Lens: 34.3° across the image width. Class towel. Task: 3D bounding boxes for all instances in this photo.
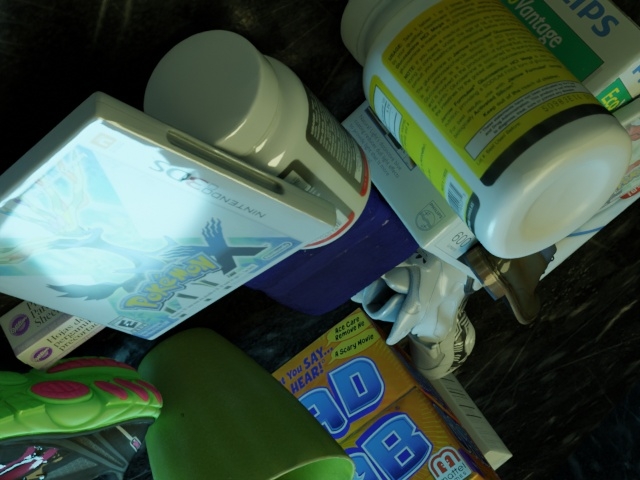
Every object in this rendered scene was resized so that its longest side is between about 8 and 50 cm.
[{"bbox_3d":[0.000,0.000,1.478,0.227,0.076,0.308,-34,152,12],"label":"towel"}]

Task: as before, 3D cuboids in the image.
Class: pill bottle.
[{"bbox_3d":[0.166,-0.158,1.140,0.188,0.334,0.188,-26,150,-16],"label":"pill bottle"},{"bbox_3d":[-0.064,-0.107,1.149,0.161,0.161,0.283,-39,150,6],"label":"pill bottle"}]

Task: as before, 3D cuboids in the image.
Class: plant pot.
[{"bbox_3d":[-0.143,0.280,1.498,0.274,0.293,0.275,-27,150,-17],"label":"plant pot"}]

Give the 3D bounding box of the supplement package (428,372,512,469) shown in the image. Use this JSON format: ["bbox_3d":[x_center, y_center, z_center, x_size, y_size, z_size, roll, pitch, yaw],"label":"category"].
[{"bbox_3d":[0.247,0.372,2.099,0.139,0.244,0.134,-42,150,13],"label":"supplement package"}]

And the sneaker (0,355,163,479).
[{"bbox_3d":[-0.400,0.260,1.261,0.482,0.185,0.202,5,105,-45],"label":"sneaker"}]

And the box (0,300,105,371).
[{"bbox_3d":[-0.239,0.038,1.276,0.324,0.067,0.063,-35,150,0],"label":"box"}]

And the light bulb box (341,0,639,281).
[{"bbox_3d":[0.278,-0.142,1.395,0.361,0.225,0.358,-42,150,14],"label":"light bulb box"}]

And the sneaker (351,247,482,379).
[{"bbox_3d":[0.156,0.124,1.754,0.210,0.137,0.366,-19,141,-26],"label":"sneaker"}]

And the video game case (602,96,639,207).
[{"bbox_3d":[0.415,-0.129,1.303,0.201,0.023,0.183,-29,150,-12],"label":"video game case"}]

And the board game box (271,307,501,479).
[{"bbox_3d":[0.076,0.405,1.851,0.356,0.356,0.356,-37,151,4],"label":"board game box"}]

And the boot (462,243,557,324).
[{"bbox_3d":[0.272,0.041,1.344,0.106,0.082,0.219,-37,149,12],"label":"boot"}]

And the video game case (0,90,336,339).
[{"bbox_3d":[-0.201,-0.005,1.090,0.300,0.036,0.329,24,139,-38],"label":"video game case"}]
